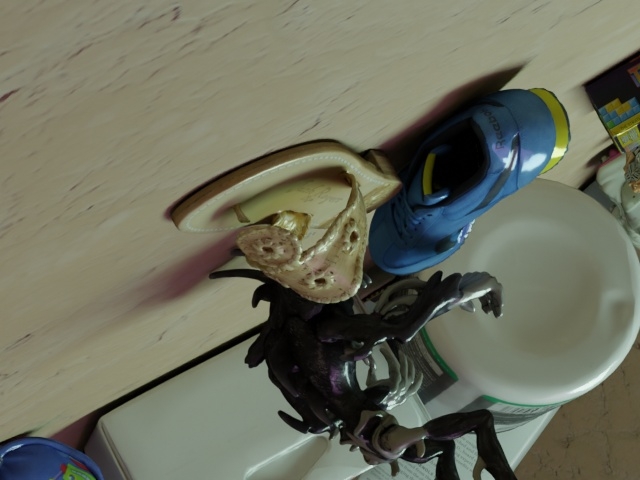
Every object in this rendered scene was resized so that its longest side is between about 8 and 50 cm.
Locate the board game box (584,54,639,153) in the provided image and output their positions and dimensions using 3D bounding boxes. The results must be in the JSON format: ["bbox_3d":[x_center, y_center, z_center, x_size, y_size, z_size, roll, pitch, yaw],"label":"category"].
[{"bbox_3d":[0.284,-0.128,1.282,0.141,0.048,0.170,-29,172,10],"label":"board game box"}]

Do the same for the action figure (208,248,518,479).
[{"bbox_3d":[0.052,0.096,1.109,0.141,0.275,0.164,-38,177,-37],"label":"action figure"}]

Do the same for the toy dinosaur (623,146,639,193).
[{"bbox_3d":[0.452,-0.129,1.559,0.322,0.164,0.218,-11,168,36],"label":"toy dinosaur"}]

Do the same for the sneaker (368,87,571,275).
[{"bbox_3d":[0.074,-0.035,1.072,0.082,0.069,0.209,-14,163,-36],"label":"sneaker"}]

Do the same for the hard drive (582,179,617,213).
[{"bbox_3d":[0.386,-0.065,1.989,0.172,0.054,0.254,-29,172,-7],"label":"hard drive"}]

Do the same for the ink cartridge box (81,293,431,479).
[{"bbox_3d":[-0.087,0.218,1.665,0.285,0.166,0.395,-28,172,-19],"label":"ink cartridge box"}]

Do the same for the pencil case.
[{"bbox_3d":[-0.303,0.275,1.420,0.306,0.119,0.133,-38,-176,44],"label":"pencil case"}]

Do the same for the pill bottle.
[{"bbox_3d":[0.166,0.079,1.574,0.204,0.204,0.361,-28,172,-12],"label":"pill bottle"}]

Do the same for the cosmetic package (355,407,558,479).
[{"bbox_3d":[0.218,0.171,1.970,0.365,0.155,0.197,-60,169,22],"label":"cosmetic package"}]

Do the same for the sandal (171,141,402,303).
[{"bbox_3d":[0.005,-0.003,0.955,0.088,0.079,0.240,-33,171,21],"label":"sandal"}]

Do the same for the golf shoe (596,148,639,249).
[{"bbox_3d":[0.389,-0.018,1.787,0.115,0.140,0.306,-38,156,10],"label":"golf shoe"}]

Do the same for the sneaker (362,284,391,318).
[{"bbox_3d":[0.055,0.114,1.815,0.185,0.084,0.069,-36,170,35],"label":"sneaker"}]
